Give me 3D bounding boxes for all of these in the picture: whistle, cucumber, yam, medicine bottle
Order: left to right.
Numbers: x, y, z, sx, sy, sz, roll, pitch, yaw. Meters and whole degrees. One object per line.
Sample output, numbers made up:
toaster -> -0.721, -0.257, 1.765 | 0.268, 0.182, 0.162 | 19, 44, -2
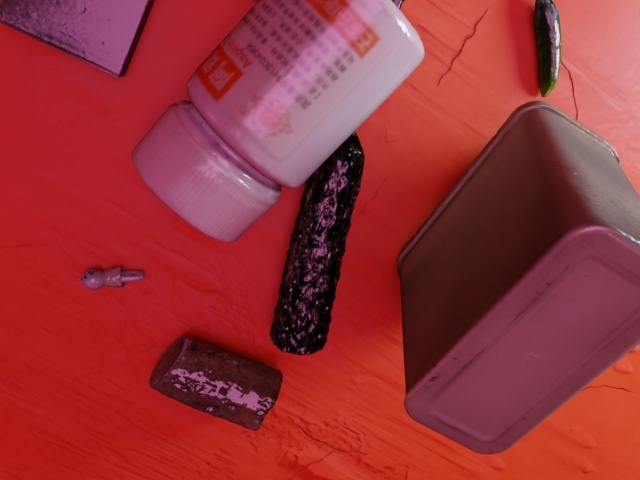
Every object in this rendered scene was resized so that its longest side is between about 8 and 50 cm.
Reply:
whistle -> -0.328, 0.058, 0.955 | 0.100, 0.035, 0.035 | -4, 106, -7
yam -> -0.170, 0.226, 0.983 | 0.194, 0.107, 0.107 | 24, 101, -11
medicine bottle -> -0.060, -0.189, 0.822 | 0.371, 0.211, 0.211 | -44, 105, 11
cucumber -> 0.000, 0.000, 0.944 | 0.096, 0.096, 0.359 | 11, 105, -9
cucumber -> 0.349, -0.304, 0.930 | 0.039, 0.039, 0.167 | -12, 109, -3

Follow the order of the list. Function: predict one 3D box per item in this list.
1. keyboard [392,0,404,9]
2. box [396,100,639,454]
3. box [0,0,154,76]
keyboard -> -0.005, -0.374, 0.881 | 0.263, 0.016, 0.106 | 18, 103, -11
box -> 0.253, 0.039, 0.805 | 0.178, 0.343, 0.351 | 30, 121, -9
box -> -0.295, -0.410, 0.824 | 0.181, 0.047, 0.324 | 23, 102, -12
